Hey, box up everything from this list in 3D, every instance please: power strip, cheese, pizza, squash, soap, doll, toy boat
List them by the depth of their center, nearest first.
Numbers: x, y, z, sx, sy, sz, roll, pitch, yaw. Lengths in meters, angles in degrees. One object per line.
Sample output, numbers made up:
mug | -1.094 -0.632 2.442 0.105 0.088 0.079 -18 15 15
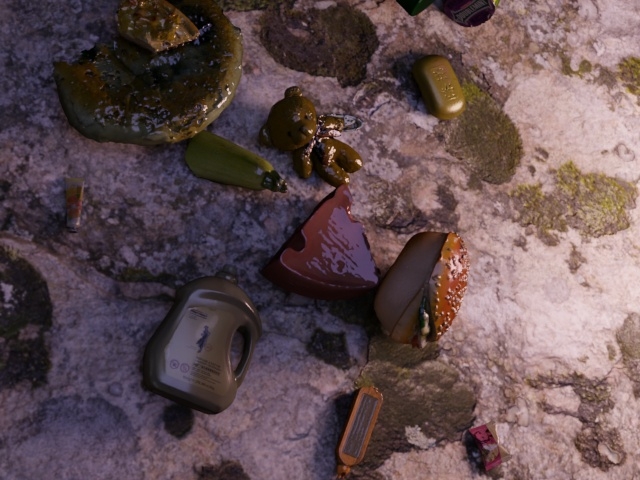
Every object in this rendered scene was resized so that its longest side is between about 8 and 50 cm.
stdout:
pizza | -0.297 -0.387 1.759 0.160 0.035 0.099 29 64 2
cheese | -0.014 0.022 1.802 0.177 0.128 0.202 -17 85 -23
power strip | 0.064 0.348 1.805 0.049 0.028 0.178 26 69 -13
squash | -0.145 -0.129 1.823 0.200 0.075 0.090 25 49 10
doll | -0.008 -0.186 1.873 0.210 0.097 0.137 36 86 -14
toy boat | 0.048 -0.230 1.936 0.083 0.038 0.038 1 77 -19
soap | 0.242 -0.313 2.022 0.089 0.045 0.140 -21 85 -27

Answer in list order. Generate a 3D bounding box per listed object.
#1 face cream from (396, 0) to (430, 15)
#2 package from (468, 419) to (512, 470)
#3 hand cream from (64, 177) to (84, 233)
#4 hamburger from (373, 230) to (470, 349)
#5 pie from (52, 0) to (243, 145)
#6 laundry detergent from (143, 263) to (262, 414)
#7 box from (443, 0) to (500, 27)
face cream | 0.133 -0.639 1.961 0.312 0.219 0.357 -44 89 -15
package | 0.323 0.387 1.889 0.059 0.029 0.083 -19 74 -16
hand cream | -0.430 -0.063 1.732 0.035 0.022 0.102 3 72 -14
hamburger | 0.195 0.086 1.822 0.147 0.237 0.236 29 67 13
pie | -0.296 -0.312 1.787 0.297 0.078 0.371 32 65 3
laundry detergent | -0.194 0.161 1.723 0.181 0.091 0.253 25 70 -14
box | 0.383 -0.614 2.099 0.097 0.134 0.345 34 67 -13
